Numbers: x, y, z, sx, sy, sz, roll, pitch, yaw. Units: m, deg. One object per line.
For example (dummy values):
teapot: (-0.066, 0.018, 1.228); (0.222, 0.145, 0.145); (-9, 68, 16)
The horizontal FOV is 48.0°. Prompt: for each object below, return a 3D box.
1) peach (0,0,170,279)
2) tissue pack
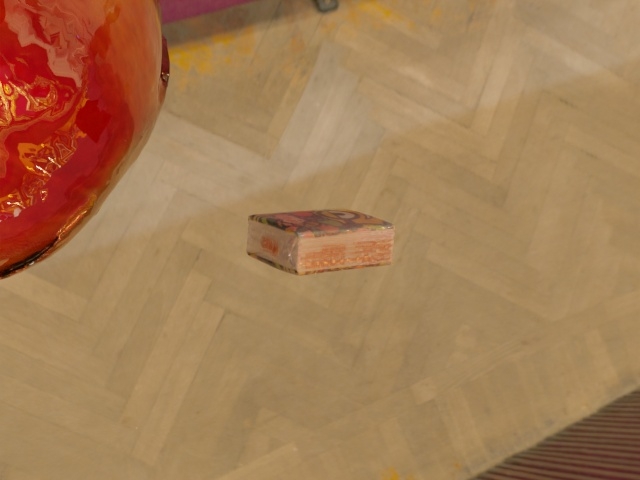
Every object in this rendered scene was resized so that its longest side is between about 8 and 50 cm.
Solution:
peach: (-0.280, -0.151, 0.439); (0.369, 0.370, 0.370); (4, 75, -13)
tissue pack: (0.000, 0.000, 0.483); (0.083, 0.063, 0.035); (-6, 108, -36)
